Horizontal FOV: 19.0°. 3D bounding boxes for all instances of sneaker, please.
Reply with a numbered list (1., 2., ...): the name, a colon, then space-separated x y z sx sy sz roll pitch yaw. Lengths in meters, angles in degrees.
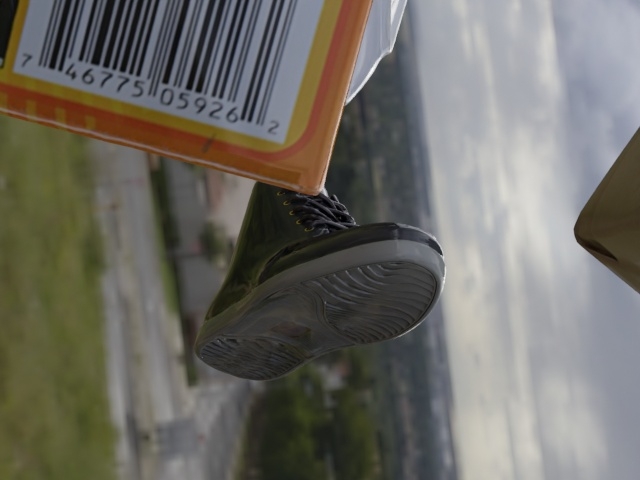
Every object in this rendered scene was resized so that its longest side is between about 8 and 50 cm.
1. sneaker: 0.000 0.000 1.129 0.222 0.083 0.118 -25 -134 52

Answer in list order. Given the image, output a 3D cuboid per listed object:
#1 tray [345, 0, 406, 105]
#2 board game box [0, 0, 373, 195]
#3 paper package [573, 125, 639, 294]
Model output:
1. tray: 0.043 -0.201 1.196 0.270 0.030 0.145 -72 165 -60
2. board game box: -0.132 -0.264 0.728 0.356 0.357 0.356 -103 -152 -75
3. paper package: 0.387 -0.044 1.269 0.325 0.309 0.168 -53 -171 -9
